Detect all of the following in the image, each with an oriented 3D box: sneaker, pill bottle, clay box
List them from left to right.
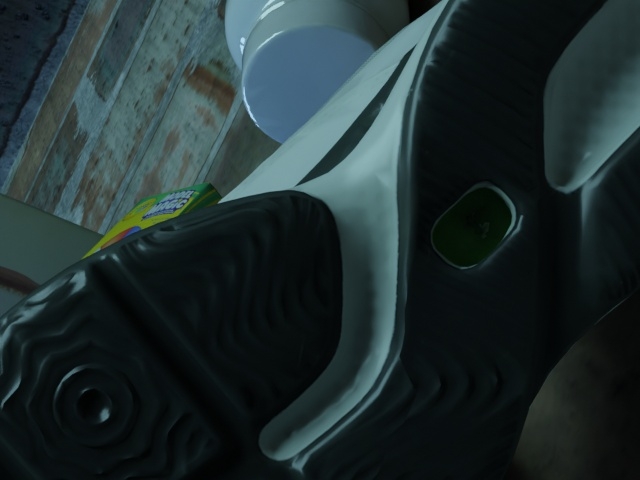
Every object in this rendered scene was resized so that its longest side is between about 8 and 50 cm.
[{"bbox_3d":[-0.157,0.027,1.257,0.222,0.053,0.127,-49,21,-27],"label":"clay box"},{"bbox_3d":[-0.002,-0.170,1.095,0.131,0.131,0.229,-53,22,33],"label":"pill bottle"},{"bbox_3d":[0.020,0.026,0.647,0.447,0.169,0.257,-41,-1,3],"label":"sneaker"}]

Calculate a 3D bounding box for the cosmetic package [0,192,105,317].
[{"bbox_3d":[-0.298,0.027,1.405,0.129,0.296,0.153,-70,18,-8],"label":"cosmetic package"}]
